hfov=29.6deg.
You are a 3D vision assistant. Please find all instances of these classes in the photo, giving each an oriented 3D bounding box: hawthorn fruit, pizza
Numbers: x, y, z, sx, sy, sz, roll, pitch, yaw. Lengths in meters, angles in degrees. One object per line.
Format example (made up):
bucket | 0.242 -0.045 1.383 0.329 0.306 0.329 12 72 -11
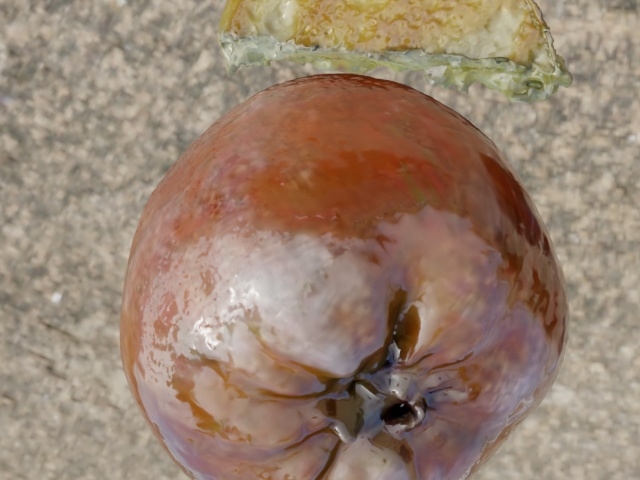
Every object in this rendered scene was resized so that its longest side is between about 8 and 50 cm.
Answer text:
hawthorn fruit | 0.002 0.017 0.636 0.231 0.263 0.235 -10 152 -42
pizza | 0.071 -0.189 0.953 0.287 0.280 0.075 43 -178 17
